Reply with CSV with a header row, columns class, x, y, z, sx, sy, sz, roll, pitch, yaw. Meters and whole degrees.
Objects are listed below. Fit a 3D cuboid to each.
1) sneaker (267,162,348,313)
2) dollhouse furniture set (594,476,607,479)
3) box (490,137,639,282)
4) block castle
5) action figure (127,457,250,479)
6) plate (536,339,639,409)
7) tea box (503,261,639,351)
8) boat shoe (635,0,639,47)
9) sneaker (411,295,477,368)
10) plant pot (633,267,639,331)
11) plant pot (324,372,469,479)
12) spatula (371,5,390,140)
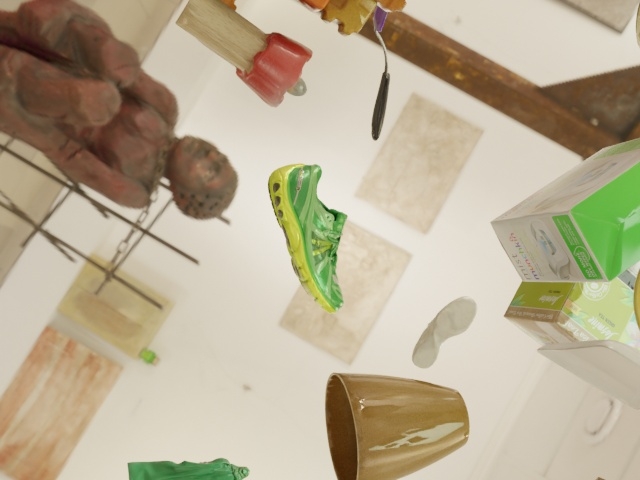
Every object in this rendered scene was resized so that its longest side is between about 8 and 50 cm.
class,x,y,z,sx,sy,sz,roll,pitch,yaw
sneaker,0.000,0.000,1.332,0.123,0.295,0.109,-20,-160,-9
dollhouse furniture set,0.469,0.472,1.182,0.151,0.123,0.144,100,16,-48
box,0.442,-0.049,1.140,0.262,0.126,0.231,-32,-174,-13
block castle,0.019,-0.395,0.959,0.453,0.213,0.303,-55,-164,7
action figure,-0.253,0.482,1.453,0.063,0.232,0.137,98,-20,-75
plate,0.627,0.273,1.517,0.045,0.278,0.277,-62,-174,-14
tea box,0.734,0.165,1.982,0.323,0.329,0.220,-59,-162,-12
boat shoe,0.563,-0.301,1.117,0.302,0.098,0.109,36,86,-48
sneaker,0.292,0.208,1.786,0.212,0.080,0.094,-50,-174,15
plant pot,0.627,0.107,1.149,0.254,0.254,0.239,-60,153,3
plant pot,0.159,0.369,1.484,0.237,0.254,0.237,175,-90,-76
spatula,0.104,-0.304,1.249,0.084,0.030,0.296,-97,-174,-57
